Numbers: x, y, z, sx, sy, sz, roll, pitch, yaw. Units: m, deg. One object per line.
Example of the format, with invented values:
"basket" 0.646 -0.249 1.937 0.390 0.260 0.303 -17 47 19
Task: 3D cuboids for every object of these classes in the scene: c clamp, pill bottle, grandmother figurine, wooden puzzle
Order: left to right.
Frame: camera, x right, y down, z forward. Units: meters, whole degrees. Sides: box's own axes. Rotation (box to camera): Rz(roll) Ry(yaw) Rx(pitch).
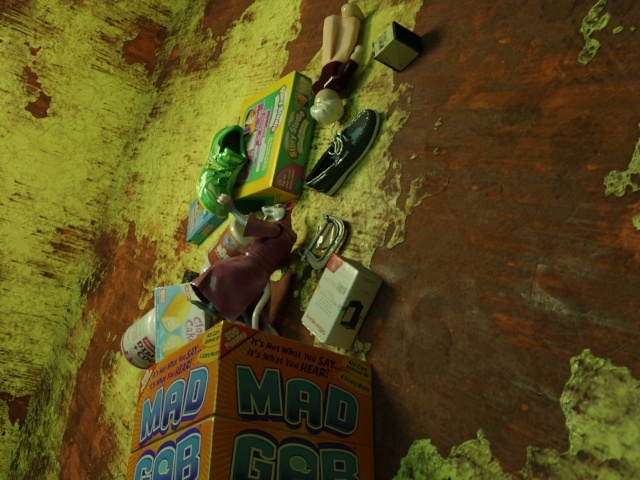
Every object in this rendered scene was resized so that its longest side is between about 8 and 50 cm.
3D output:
"pill bottle" -0.509 0.299 2.210 0.283 0.160 0.160 -35 44 43
"pill bottle" -0.257 0.040 2.008 0.216 0.121 0.121 -48 37 32
"c clamp" 0.000 0.000 1.697 0.160 0.022 0.137 -54 37 20
"wooden puzzle" 0.015 -0.011 1.717 0.079 0.014 0.116 -2 71 53
"grandmother figurine" 0.036 -0.464 1.875 0.208 0.104 0.342 -31 44 58

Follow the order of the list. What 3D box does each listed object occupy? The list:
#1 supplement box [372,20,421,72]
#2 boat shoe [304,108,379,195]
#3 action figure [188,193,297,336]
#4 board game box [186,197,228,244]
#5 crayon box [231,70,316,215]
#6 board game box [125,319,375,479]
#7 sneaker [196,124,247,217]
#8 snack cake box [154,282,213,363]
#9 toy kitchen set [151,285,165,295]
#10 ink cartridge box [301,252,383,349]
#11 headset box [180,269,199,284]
"supplement box" 0.182 -0.461 1.653 0.083 0.083 0.056 -38 41 42
"boat shoe" 0.051 -0.226 1.722 0.254 0.079 0.095 -52 35 27
"action figure" -0.157 0.049 1.755 0.276 0.248 0.370 28 77 34
"board game box" -0.385 -0.102 2.365 0.210 0.047 0.160 -37 44 41
"crayon box" -0.151 -0.279 2.048 0.313 0.106 0.362 -12 63 53
"board game box" -0.142 0.418 1.369 0.356 0.357 0.356 -34 46 44
"sneaker" -0.284 -0.210 2.006 0.123 0.109 0.295 -26 53 54
"snack cake box" -0.393 0.262 2.009 0.152 0.089 0.264 -10 66 6
"toy kitchen set" -0.584 0.211 2.471 0.075 0.068 0.083 -59 32 17
"ink cartridge box" 0.045 0.133 1.523 0.127 0.072 0.175 36 103 58
"headset box" -0.443 0.144 2.325 0.062 0.032 0.083 3 74 58
